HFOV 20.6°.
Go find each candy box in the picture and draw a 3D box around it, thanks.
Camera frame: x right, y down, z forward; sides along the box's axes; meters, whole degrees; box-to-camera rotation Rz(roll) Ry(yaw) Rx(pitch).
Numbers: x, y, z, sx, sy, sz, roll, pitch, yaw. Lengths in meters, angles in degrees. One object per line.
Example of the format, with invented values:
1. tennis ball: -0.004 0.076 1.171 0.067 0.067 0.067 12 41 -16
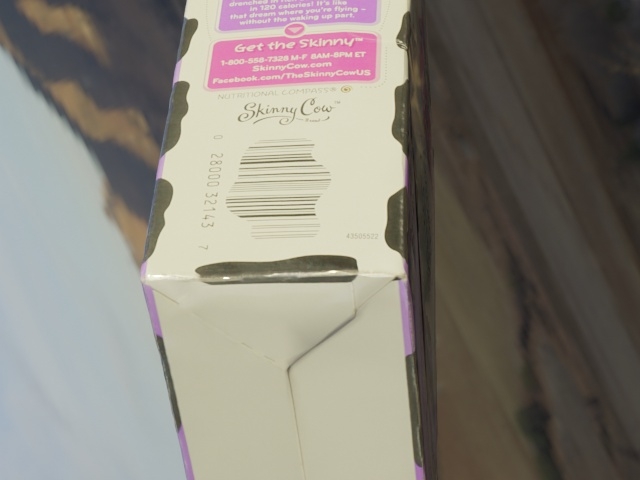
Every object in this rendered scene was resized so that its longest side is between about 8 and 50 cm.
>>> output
1. candy box: 0.000 0.000 0.555 0.196 0.070 0.165 -86 -8 -46
